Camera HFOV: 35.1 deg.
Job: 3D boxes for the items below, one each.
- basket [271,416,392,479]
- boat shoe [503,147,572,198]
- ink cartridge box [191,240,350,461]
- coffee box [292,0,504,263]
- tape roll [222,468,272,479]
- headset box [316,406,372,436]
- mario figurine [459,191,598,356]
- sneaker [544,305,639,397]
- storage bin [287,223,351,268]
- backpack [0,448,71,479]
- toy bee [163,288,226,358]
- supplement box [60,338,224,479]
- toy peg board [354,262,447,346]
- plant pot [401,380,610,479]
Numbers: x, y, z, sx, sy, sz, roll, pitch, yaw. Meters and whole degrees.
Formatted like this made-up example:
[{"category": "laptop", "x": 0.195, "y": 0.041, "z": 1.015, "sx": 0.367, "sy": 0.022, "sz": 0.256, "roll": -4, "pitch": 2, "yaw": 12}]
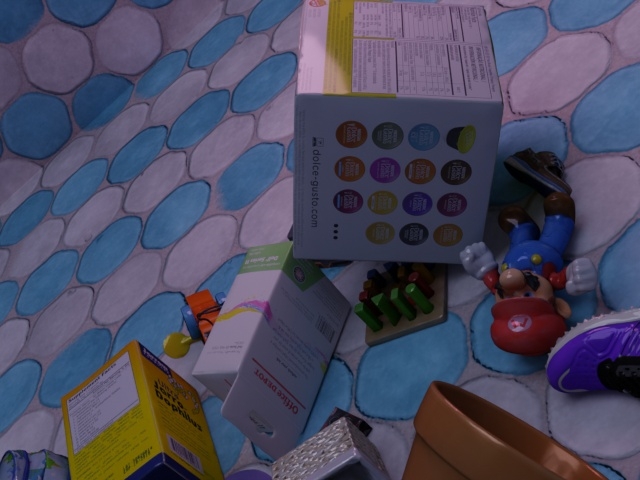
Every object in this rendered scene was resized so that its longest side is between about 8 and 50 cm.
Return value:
[{"category": "basket", "x": 0.015, "y": 0.374, "z": 1.590, "sx": 0.167, "sy": 0.113, "sz": 0.103, "roll": -35, "pitch": 31, "yaw": 12}, {"category": "boat shoe", "x": 0.394, "y": -0.125, "z": 1.789, "sx": 0.066, "sy": 0.066, "sz": 0.183, "roll": -42, "pitch": 34, "yaw": -1}, {"category": "ink cartridge box", "x": -0.094, "y": 0.203, "z": 1.798, "sx": 0.119, "sy": 0.207, "sz": 0.353, "roll": -7, "pitch": 47, "yaw": 38}, {"category": "coffee box", "x": 0.125, "y": -0.195, "z": 1.781, "sx": 0.334, "sy": 0.338, "sz": 0.338, "roll": 2, "pitch": 39, "yaw": 0}, {"category": "tape roll", "x": -0.120, "y": 0.475, "z": 1.643, "sx": 0.189, "sy": 0.080, "sz": 0.189, "roll": -27, "pitch": 37, "yaw": 23}, {"category": "headset box", "x": 0.037, "y": 0.320, "z": 1.695, "sx": 0.083, "sy": 0.032, "sz": 0.062, "roll": 17, "pitch": 65, "yaw": 51}, {"category": "mario figurine", "x": 0.324, "y": 0.037, "z": 1.583, "sx": 0.320, "sy": 0.170, "sz": 0.198, "roll": -72, "pitch": 8, "yaw": -47}, {"category": "sneaker", "x": 0.448, "y": 0.170, "z": 1.380, "sx": 0.293, "sy": 0.102, "sz": 0.146, "roll": -25, "pitch": 39, "yaw": 25}, {"category": "storage bin", "x": 0.000, "y": 0.000, "z": 2.032, "sx": 0.135, "sy": 0.091, "sz": 0.098, "roll": -7, "pitch": 47, "yaw": 42}, {"category": "backpack", "x": -0.510, "y": 0.544, "z": 1.820, "sx": 0.355, "sy": 0.273, "sz": 0.290, "roll": -68, "pitch": 3, "yaw": -52}, {"category": "toy bee", "x": -0.219, "y": 0.195, "z": 2.005, "sx": 0.195, "sy": 0.162, "sz": 0.298, "roll": -17, "pitch": 8, "yaw": 10}, {"category": "supplement box", "x": -0.323, "y": 0.387, "z": 1.843, "sx": 0.194, "sy": 0.195, "sz": 0.356, "roll": -38, "pitch": 35, "yaw": 6}, {"category": "toy peg board", "x": 0.138, "y": 0.085, "z": 1.809, "sx": 0.161, "sy": 0.079, "sz": 0.161, "roll": -22, "pitch": 39, "yaw": 27}, {"category": "plant pot", "x": 0.218, "y": 0.340, "z": 1.296, "sx": 0.203, "sy": 0.291, "sz": 0.291, "roll": -59, "pitch": 34, "yaw": 4}]
